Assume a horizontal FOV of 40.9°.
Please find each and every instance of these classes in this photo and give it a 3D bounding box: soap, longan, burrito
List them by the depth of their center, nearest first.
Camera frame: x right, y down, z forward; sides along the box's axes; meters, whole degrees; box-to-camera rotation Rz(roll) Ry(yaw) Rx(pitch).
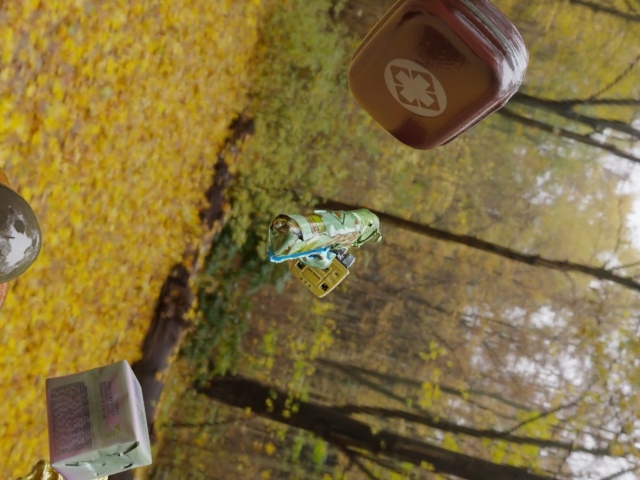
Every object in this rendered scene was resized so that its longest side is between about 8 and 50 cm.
[{"bbox_3d":[0.000,0.000,1.206,0.104,0.054,0.288,-45,163,25],"label":"burrito"},{"bbox_3d":[-0.591,-0.018,1.469,0.196,0.220,0.196,-42,-147,35],"label":"longan"},{"bbox_3d":[-0.460,0.378,1.775,0.138,0.182,0.199,84,-9,-57],"label":"soap"}]

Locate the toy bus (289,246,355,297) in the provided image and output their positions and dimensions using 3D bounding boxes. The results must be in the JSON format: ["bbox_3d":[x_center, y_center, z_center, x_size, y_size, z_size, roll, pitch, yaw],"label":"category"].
[{"bbox_3d":[-0.006,0.038,2.021,0.123,0.121,0.335,-48,-173,3],"label":"toy bus"}]

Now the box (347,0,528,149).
[{"bbox_3d":[0.200,-0.308,1.564,0.108,0.263,0.404,-51,-174,-24],"label":"box"}]

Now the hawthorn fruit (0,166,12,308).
[{"bbox_3d":[-0.848,-0.016,1.731,0.472,0.471,0.472,-163,-90,-87],"label":"hawthorn fruit"}]

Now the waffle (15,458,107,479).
[{"bbox_3d":[-0.573,0.608,1.841,0.309,0.065,0.283,-33,108,-41],"label":"waffle"}]
